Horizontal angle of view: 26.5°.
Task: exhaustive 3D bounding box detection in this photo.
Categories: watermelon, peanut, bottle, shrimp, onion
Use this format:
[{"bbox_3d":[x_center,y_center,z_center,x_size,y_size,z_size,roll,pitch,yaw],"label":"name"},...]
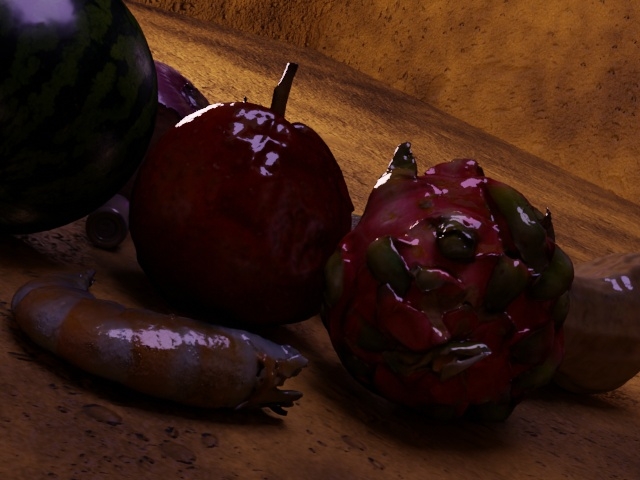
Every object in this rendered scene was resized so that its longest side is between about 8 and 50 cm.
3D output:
[{"bbox_3d":[-0.304,-0.144,1.335,0.285,0.285,0.285,19,13,-4],"label":"watermelon"},{"bbox_3d":[0.281,0.095,1.518,0.291,0.159,0.143,-3,-8,-35],"label":"peanut"},{"bbox_3d":[-0.227,-0.023,1.476,0.045,0.045,0.096,19,11,-6],"label":"bottle"},{"bbox_3d":[-0.168,0.078,1.145,0.287,0.068,0.185,17,5,37],"label":"shrimp"},{"bbox_3d":[-0.197,-0.120,1.586,0.207,0.200,0.200,20,12,-11],"label":"onion"}]

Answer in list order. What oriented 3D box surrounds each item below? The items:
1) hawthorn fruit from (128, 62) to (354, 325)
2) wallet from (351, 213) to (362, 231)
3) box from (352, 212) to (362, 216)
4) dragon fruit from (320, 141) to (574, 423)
[{"bbox_3d":[-0.074,-0.052,1.362,0.230,0.266,0.210,14,-5,-39],"label":"hawthorn fruit"},{"bbox_3d":[0.000,0.000,1.566,0.133,0.039,0.243,-22,23,-35],"label":"wallet"},{"bbox_3d":[0.105,0.043,1.664,0.175,0.062,0.260,18,14,-10],"label":"box"},{"bbox_3d":[0.128,0.048,1.288,0.237,0.231,0.303,29,12,17],"label":"dragon fruit"}]
